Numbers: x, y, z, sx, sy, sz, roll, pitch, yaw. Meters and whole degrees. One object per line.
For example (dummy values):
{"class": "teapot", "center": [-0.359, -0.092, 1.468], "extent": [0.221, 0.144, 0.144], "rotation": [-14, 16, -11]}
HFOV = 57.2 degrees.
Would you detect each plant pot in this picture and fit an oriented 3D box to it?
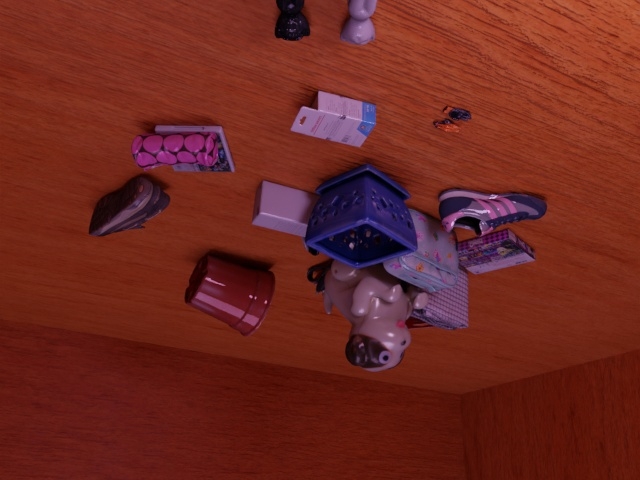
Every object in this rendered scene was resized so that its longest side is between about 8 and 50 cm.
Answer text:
{"class": "plant pot", "center": [0.118, -0.073, 1.655], "extent": [0.236, 0.211, 0.236], "rotation": [-20, 145, 39]}
{"class": "plant pot", "center": [-0.354, 0.193, 2.233], "extent": [0.265, 0.272, 0.272], "rotation": [26, 147, -24]}

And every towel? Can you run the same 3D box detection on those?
{"class": "towel", "center": [0.416, 0.184, 2.127], "extent": [0.284, 0.234, 0.121], "rotation": [24, 153, -36]}

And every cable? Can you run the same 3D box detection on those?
{"class": "cable", "center": [0.039, 0.114, 2.221], "extent": [0.072, 0.139, 0.287], "rotation": [-15, 149, -42]}

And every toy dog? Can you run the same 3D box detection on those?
{"class": "toy dog", "center": [0.156, 0.227, 1.939], "extent": [0.396, 0.407, 0.285], "rotation": [-32, 145, 27]}

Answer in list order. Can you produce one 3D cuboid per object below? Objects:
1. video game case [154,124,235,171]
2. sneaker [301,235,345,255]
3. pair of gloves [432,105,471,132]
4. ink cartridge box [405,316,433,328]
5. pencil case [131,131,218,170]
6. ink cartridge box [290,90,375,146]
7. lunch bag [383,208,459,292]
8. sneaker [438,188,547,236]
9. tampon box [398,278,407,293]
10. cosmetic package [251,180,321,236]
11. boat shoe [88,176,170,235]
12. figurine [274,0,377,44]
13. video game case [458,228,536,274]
{"class": "video game case", "center": [-0.332, -0.244, 1.575], "extent": [0.173, 0.022, 0.190], "rotation": [2, 153, 4]}
{"class": "sneaker", "center": [0.000, 0.000, 1.909], "extent": [0.086, 0.132, 0.229], "rotation": [-15, 148, 33]}
{"class": "pair of gloves", "center": [0.317, -0.290, 1.412], "extent": [0.074, 0.010, 0.083], "rotation": [12, 150, -15]}
{"class": "ink cartridge box", "center": [0.429, 0.289, 2.389], "extent": [0.275, 0.060, 0.239], "rotation": [-11, -172, 26]}
{"class": "pencil case", "center": [-0.364, -0.225, 1.491], "extent": [0.210, 0.095, 0.098], "rotation": [1, 118, 10]}
{"class": "ink cartridge box", "center": [0.029, -0.290, 1.390], "extent": [0.180, 0.060, 0.104], "rotation": [11, 154, -16]}
{"class": "lunch bag", "center": [0.323, 0.039, 1.846], "extent": [0.279, 0.223, 0.108], "rotation": [22, 149, -32]}
{"class": "sneaker", "center": [0.503, -0.065, 1.715], "extent": [0.320, 0.130, 0.112], "rotation": [3, 154, 1]}
{"class": "tampon box", "center": [0.367, 0.210, 2.309], "extent": [0.102, 0.120, 0.161], "rotation": [-11, 150, 25]}
{"class": "cosmetic package", "center": [-0.082, -0.087, 1.760], "extent": [0.231, 0.117, 0.085], "rotation": [14, 151, -19]}
{"class": "boat shoe", "center": [-0.597, -0.078, 1.825], "extent": [0.356, 0.132, 0.130], "rotation": [-19, 146, 40]}
{"class": "figurine", "center": [0.016, -0.435, 1.084], "extent": [0.215, 0.092, 0.209], "rotation": [4, 162, -3]}
{"class": "video game case", "center": [0.589, 0.044, 2.032], "extent": [0.232, 0.041, 0.210], "rotation": [-19, 146, 38]}
